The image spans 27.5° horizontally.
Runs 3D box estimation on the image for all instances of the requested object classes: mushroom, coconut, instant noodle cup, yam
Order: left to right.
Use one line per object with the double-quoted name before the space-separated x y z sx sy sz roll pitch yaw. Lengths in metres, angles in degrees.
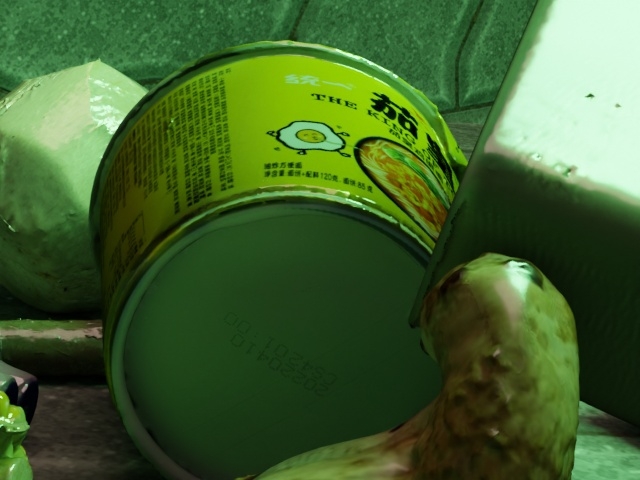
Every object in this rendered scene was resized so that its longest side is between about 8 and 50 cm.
"yam" -0.218 0.094 1.139 0.132 0.054 0.054 3 13 -17
"coconut" -0.236 -0.063 1.331 0.245 0.245 0.247 17 53 39
"instant noodle cup" -0.025 0.035 0.973 0.326 0.325 0.254 6 21 -5
"mushroom" 0.046 0.168 0.649 0.267 0.254 0.267 -19 16 5

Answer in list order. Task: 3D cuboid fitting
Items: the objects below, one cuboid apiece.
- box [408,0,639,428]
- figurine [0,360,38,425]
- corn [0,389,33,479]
"box" 0.271 -0.028 0.819 0.344 0.177 0.352 21 48 6
"figurine" -0.349 0.078 0.969 0.274 0.133 0.194 18 2 31
"corn" -0.348 0.113 0.794 0.387 0.144 0.144 8 12 20
